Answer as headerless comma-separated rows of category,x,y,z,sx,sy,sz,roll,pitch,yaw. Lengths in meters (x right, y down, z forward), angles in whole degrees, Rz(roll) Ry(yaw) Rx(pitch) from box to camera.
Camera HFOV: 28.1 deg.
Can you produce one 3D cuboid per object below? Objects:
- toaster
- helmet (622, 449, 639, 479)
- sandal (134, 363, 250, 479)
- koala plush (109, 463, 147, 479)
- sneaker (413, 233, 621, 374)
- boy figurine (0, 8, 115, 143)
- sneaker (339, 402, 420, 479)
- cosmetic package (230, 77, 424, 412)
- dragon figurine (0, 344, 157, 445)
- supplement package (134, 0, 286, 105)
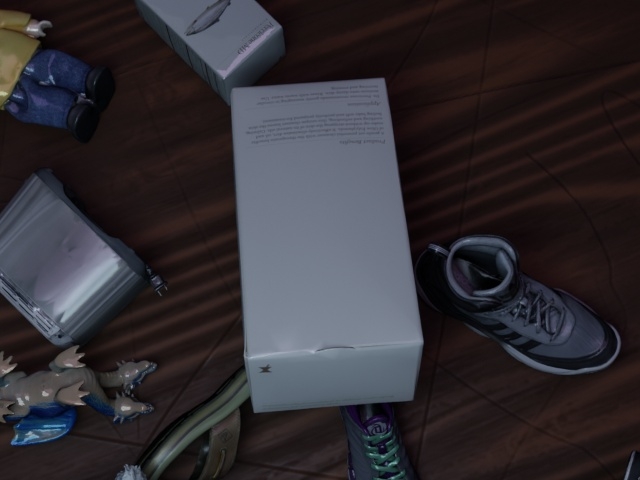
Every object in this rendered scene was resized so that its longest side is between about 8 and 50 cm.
toaster,-0.309,0.032,1.557,0.227,0.129,0.146,43,85,8
helmet,0.348,0.329,1.450,0.162,0.169,0.169,-19,76,13
sandal,-0.123,0.231,1.513,0.303,0.120,0.086,-41,93,-8
koala plush,-0.198,0.358,1.394,0.203,0.196,0.221,-26,89,-47
sneaker,0.236,0.076,1.516,0.269,0.153,0.101,26,79,7
boy figurine,-0.417,-0.214,1.635,0.285,0.092,0.177,20,78,7
sneaker,0.065,0.252,1.507,0.083,0.098,0.223,-18,77,-3
cosmetic package,0.000,0.000,1.485,0.197,0.155,0.365,-3,59,-2
dragon figurine,-0.334,0.188,1.506,0.289,0.144,0.085,-11,67,-7
supplement package,-0.142,-0.280,1.635,0.105,0.105,0.179,-44,80,-9
